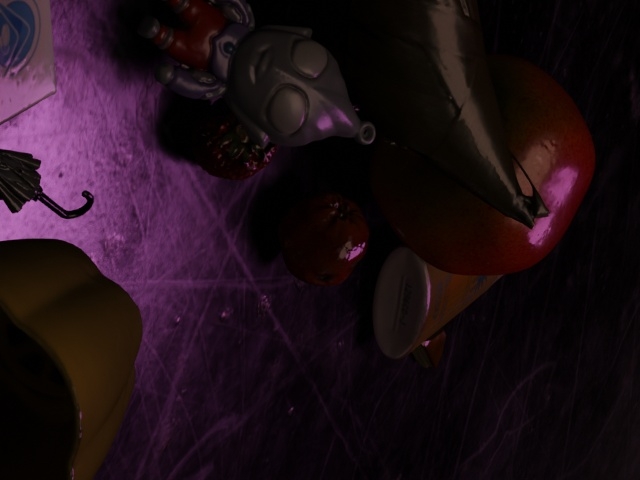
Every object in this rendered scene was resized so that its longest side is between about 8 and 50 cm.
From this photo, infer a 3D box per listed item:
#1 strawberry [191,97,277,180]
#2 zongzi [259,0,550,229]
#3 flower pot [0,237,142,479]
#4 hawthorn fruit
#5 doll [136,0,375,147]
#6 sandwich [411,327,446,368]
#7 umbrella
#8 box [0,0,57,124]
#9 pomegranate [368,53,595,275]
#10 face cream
[{"bbox_3d":[-0.073,-0.080,1.422,0.073,0.073,0.083,-62,-169,-17],"label":"strawberry"},{"bbox_3d":[0.106,-0.180,1.383,0.123,0.289,0.260,-37,160,-46],"label":"zongzi"},{"bbox_3d":[-0.208,0.084,1.123,0.179,0.195,0.195,-45,149,-68],"label":"flower pot"},{"bbox_3d":[0.000,0.000,1.616,0.093,0.093,0.093,-46,146,-43],"label":"hawthorn fruit"},{"bbox_3d":[-0.042,-0.127,1.350,0.227,0.075,0.102,31,81,-33],"label":"doll"},{"bbox_3d":[0.123,0.114,2.013,0.044,0.031,0.083,-59,156,-15],"label":"sandwich"},{"bbox_3d":[-0.228,-0.056,1.142,0.044,0.044,0.269,-34,150,11],"label":"umbrella"},{"bbox_3d":[-0.237,-0.202,0.941,0.200,0.065,0.343,-39,139,-48],"label":"box"},{"bbox_3d":[0.148,-0.084,1.709,0.221,0.221,0.257,-64,145,-15],"label":"pomegranate"},{"bbox_3d":[0.152,0.021,1.958,0.285,0.067,0.139,-34,140,-54],"label":"face cream"}]
